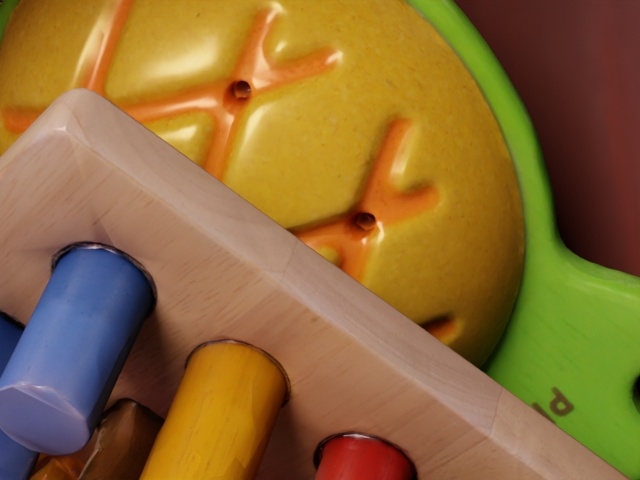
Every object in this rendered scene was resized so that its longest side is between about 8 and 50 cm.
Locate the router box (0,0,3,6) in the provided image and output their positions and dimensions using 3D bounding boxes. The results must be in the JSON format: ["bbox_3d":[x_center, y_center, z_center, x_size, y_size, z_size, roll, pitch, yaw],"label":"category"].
[{"bbox_3d":[-0.142,-0.010,0.505,0.179,0.046,0.133,5,83,29],"label":"router box"}]

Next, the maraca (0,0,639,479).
[{"bbox_3d":[0.000,0.000,0.419,0.186,0.099,0.127,46,121,-6],"label":"maraca"}]

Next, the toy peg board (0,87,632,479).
[{"bbox_3d":[-0.040,0.078,0.384,0.160,0.079,0.161,36,133,-17],"label":"toy peg board"}]
